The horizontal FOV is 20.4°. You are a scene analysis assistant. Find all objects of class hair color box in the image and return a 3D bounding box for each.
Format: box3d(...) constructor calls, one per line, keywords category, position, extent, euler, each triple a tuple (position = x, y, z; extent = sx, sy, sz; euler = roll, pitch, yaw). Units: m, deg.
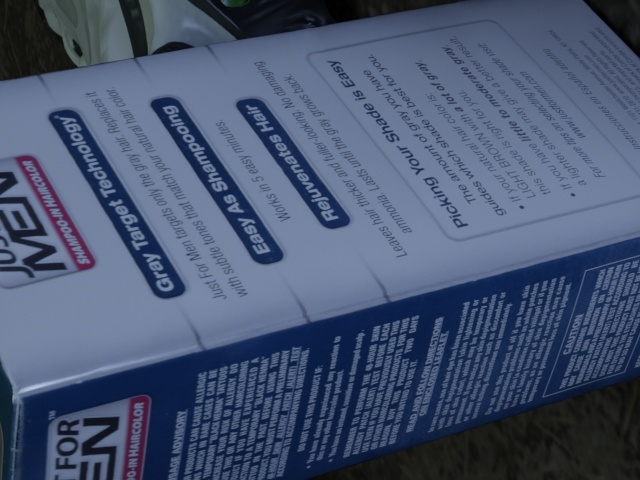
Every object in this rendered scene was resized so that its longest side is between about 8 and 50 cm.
box3d(category="hair color box", position=(0.000, 0.000, 0.767), extent=(0.174, 0.347, 0.105), euler=(55, 146, 38))

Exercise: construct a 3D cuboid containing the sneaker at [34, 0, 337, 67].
box3d(category="sneaker", position=(-0.081, -0.089, 1.144), extent=(0.257, 0.169, 0.447), euler=(163, 102, -72))
